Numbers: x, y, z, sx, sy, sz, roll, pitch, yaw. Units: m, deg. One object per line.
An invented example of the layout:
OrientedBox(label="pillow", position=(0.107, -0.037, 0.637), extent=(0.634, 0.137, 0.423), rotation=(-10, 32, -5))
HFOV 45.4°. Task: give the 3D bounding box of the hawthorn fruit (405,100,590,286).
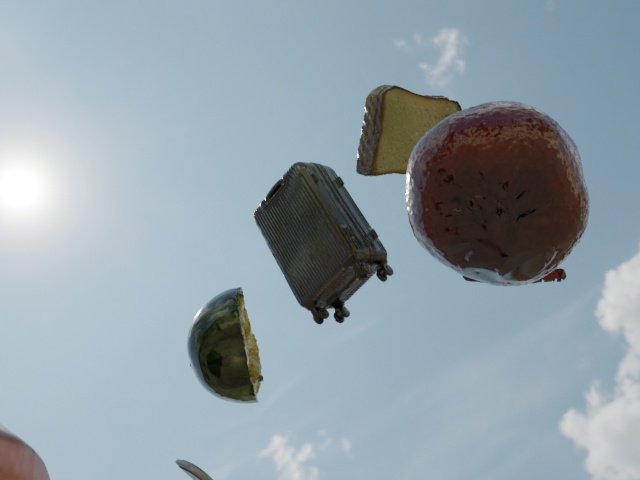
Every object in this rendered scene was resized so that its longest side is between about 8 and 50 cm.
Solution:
OrientedBox(label="hawthorn fruit", position=(0.238, -0.073, 0.969), extent=(0.210, 0.266, 0.230), rotation=(-26, -80, 40))

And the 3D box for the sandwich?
OrientedBox(label="sandwich", position=(0.177, -0.204, 1.504), extent=(0.215, 0.065, 0.186), rotation=(0, -80, -35))

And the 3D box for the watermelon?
OrientedBox(label="watermelon", position=(-0.086, 0.097, 0.676), extent=(0.062, 0.105, 0.105), rotation=(-11, -56, -8))

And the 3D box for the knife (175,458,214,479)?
OrientedBox(label="knife", position=(-0.142, 0.525, 1.442), extent=(0.343, 0.027, 0.061), rotation=(40, -33, 1))

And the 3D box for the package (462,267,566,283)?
OrientedBox(label="package", position=(0.451, 0.013, 1.738), extent=(0.269, 0.071, 0.194), rotation=(12, -105, -24))

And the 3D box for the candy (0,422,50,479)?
OrientedBox(label="candy", position=(-0.299, 0.227, 0.507), extent=(0.255, 0.094, 0.255), rotation=(-41, -37, -41))

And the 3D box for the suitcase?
OrientedBox(label="suitcase", position=(0.000, 0.000, 1.589), extent=(0.128, 0.312, 0.202), rotation=(3, -43, -49))
